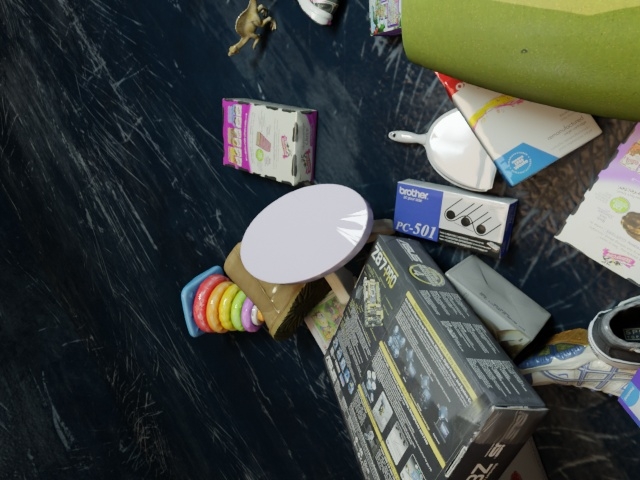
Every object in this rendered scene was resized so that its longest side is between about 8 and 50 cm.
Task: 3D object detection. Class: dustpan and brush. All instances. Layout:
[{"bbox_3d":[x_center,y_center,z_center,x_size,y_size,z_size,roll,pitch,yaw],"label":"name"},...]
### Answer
[{"bbox_3d":[0.208,-0.173,0.807,0.211,0.060,0.147,15,101,27],"label":"dustpan and brush"}]

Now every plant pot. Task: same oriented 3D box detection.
[{"bbox_3d":[0.252,-0.274,0.530,0.294,0.275,0.274,7,111,22],"label":"plant pot"}]

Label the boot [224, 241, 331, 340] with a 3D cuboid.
[{"bbox_3d":[-0.113,0.074,1.139,0.236,0.089,0.269,-51,52,12],"label":"boot"}]

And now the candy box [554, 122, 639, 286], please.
[{"bbox_3d":[0.452,-0.044,0.628,0.165,0.070,0.196,38,126,24],"label":"candy box"}]

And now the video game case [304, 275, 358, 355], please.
[{"bbox_3d":[0.061,0.209,1.093,0.212,0.023,0.193,-38,80,42],"label":"video game case"}]

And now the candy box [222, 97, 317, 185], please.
[{"bbox_3d":[-0.120,-0.229,1.056,0.234,0.071,0.159,22,118,35],"label":"candy box"}]

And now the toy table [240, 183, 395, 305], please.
[{"bbox_3d":[0.000,0.000,0.925,0.275,0.161,0.251,-9,75,29],"label":"toy table"}]

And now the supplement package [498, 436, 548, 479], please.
[{"bbox_3d":[0.271,0.485,0.826,0.175,0.293,0.177,-20,92,44],"label":"supplement package"}]

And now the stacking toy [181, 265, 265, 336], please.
[{"bbox_3d":[-0.203,0.183,1.249,0.302,0.175,0.165,5,115,25],"label":"stacking toy"}]

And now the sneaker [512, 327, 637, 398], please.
[{"bbox_3d":[0.434,0.199,0.705,0.296,0.112,0.130,-32,84,44],"label":"sneaker"}]

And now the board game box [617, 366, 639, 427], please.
[{"bbox_3d":[0.529,0.120,0.469,0.348,0.078,0.233,7,118,-7],"label":"board game box"}]

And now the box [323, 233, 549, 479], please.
[{"bbox_3d":[0.134,0.221,0.750,0.394,0.097,0.318,-115,38,-57],"label":"box"}]

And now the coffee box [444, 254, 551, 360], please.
[{"bbox_3d":[0.247,0.197,0.861,0.168,0.119,0.297,43,128,22],"label":"coffee box"}]

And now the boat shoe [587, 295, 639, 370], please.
[{"bbox_3d":[0.487,0.092,0.548,0.302,0.102,0.108,-7,64,15],"label":"boat shoe"}]

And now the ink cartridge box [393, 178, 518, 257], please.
[{"bbox_3d":[0.234,-0.044,0.834,0.207,0.046,0.097,18,115,36],"label":"ink cartridge box"}]

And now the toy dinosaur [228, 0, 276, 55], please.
[{"bbox_3d":[-0.139,-0.463,0.972,0.053,0.093,0.183,41,128,22],"label":"toy dinosaur"}]

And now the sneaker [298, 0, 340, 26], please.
[{"bbox_3d":[-0.024,-0.492,0.891,0.178,0.072,0.077,46,118,9],"label":"sneaker"}]

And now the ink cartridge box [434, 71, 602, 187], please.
[{"bbox_3d":[0.278,-0.209,0.687,0.134,0.078,0.230,-34,82,20],"label":"ink cartridge box"}]

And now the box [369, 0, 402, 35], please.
[{"bbox_3d":[0.145,-0.474,0.696,0.201,0.057,0.293,-149,52,-60],"label":"box"}]
